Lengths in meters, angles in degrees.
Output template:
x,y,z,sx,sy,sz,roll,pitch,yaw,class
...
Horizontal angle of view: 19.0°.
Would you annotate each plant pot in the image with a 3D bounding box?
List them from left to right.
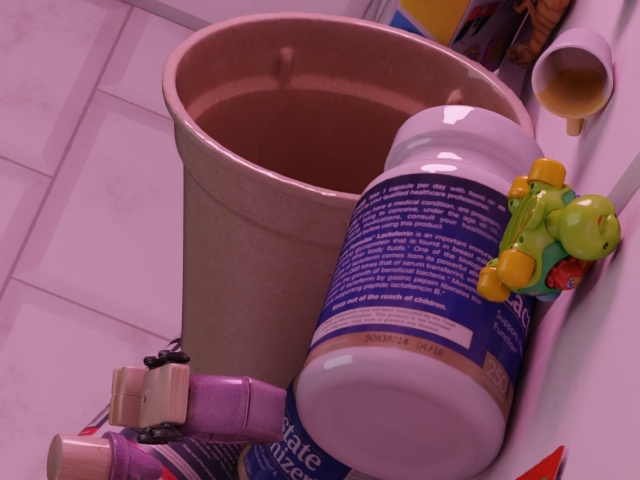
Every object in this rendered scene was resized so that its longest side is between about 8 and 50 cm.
x,y,z,sx,sy,sz,roll,pitch,yaw,class
0.000,0.000,1.763,0.334,0.334,0.305,-76,-2,-57,plant pot

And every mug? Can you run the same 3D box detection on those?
x,y,z,sx,sy,sz,roll,pitch,yaw,class
0.197,-0.130,1.491,0.078,0.062,0.064,-57,2,32,mug

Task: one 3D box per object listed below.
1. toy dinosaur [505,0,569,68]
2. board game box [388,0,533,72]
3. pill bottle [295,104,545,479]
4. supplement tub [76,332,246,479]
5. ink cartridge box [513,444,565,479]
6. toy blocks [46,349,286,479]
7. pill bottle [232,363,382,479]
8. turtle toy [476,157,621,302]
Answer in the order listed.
x,y,z,sx,sy,sz,roll,pitch,yaw,class
0.220,-0.240,1.771,0.211,0.064,0.112,100,175,-59,toy dinosaur
0.167,-0.276,1.892,0.242,0.064,0.316,-37,-23,-54,board game box
0.085,0.035,1.418,0.153,0.153,0.264,119,171,-53,pill bottle
-0.130,0.211,2.017,0.272,0.191,0.191,-45,-8,-33,supplement tub
0.073,0.249,1.212,0.189,0.066,0.232,124,163,-66,ink cartridge box
-0.057,0.265,1.448,0.288,0.260,0.309,158,119,-63,toy blocks
0.026,0.154,1.632,0.219,0.123,0.123,-56,10,29,pill bottle
0.159,-0.002,1.292,0.130,0.066,0.095,132,160,-73,turtle toy
